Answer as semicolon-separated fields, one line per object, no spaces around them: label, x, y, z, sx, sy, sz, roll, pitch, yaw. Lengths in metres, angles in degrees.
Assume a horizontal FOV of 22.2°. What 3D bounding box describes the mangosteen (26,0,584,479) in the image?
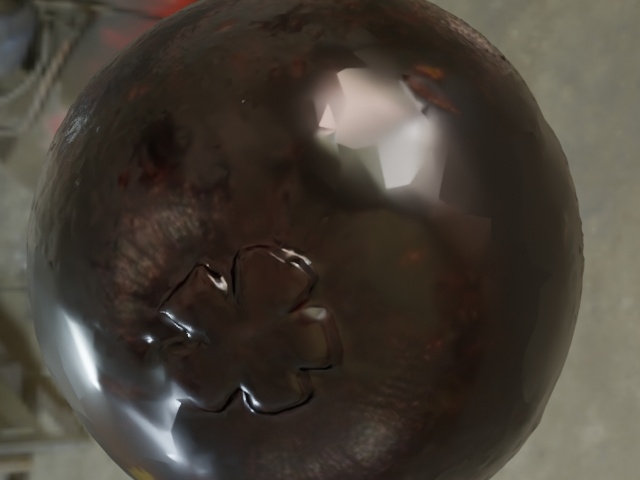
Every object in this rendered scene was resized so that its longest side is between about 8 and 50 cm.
mangosteen;0.000;0.000;0.676;0.265;0.228;0.228;-52;-23;-70
